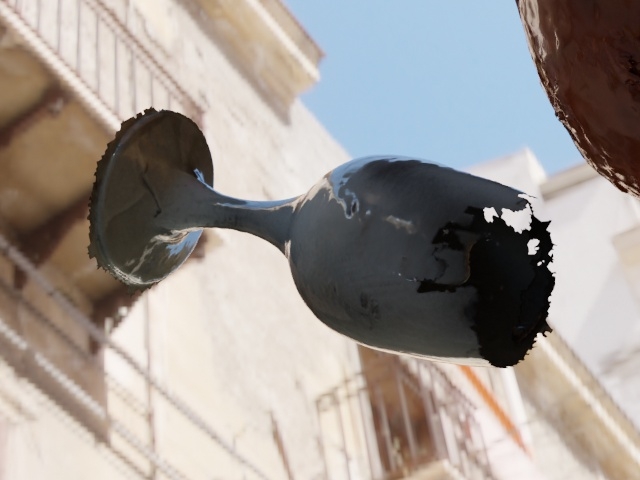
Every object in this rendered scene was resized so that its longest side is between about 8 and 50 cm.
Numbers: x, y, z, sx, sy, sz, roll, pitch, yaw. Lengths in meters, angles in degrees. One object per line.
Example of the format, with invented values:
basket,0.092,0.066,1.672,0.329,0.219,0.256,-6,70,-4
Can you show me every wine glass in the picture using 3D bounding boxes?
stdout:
wine glass,0.000,0.000,1.141,0.321,0.143,0.143,14,-45,29

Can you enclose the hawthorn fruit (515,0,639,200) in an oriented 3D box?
hawthorn fruit,0.182,-0.102,0.461,0.211,0.211,0.299,15,-12,-18
